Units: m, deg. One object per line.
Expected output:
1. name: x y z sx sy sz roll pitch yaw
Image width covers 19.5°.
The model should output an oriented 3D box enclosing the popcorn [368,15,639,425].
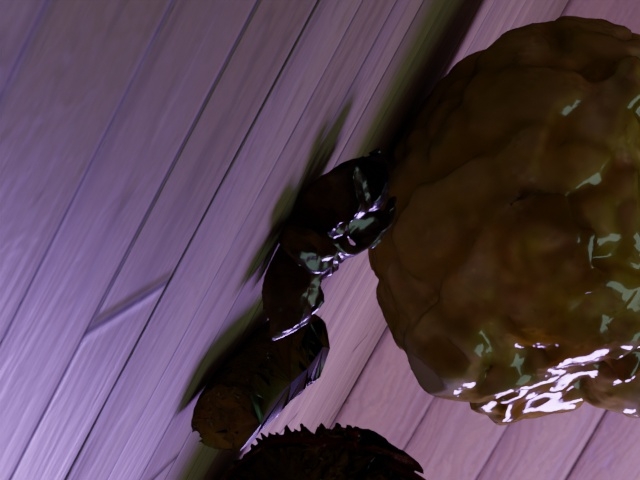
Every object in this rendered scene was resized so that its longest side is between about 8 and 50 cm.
1. popcorn: 0.201 -0.015 1.762 0.344 0.354 0.390 -10 100 -38

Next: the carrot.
1. carrot: -0.042 0.106 1.455 0.069 0.069 0.229 -62 173 17

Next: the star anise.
1. star anise: 0.000 -0.001 1.344 0.168 0.057 0.168 -50 166 -18

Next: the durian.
1. durian: 0.014 0.351 1.899 0.347 0.348 0.384 -61 166 5
